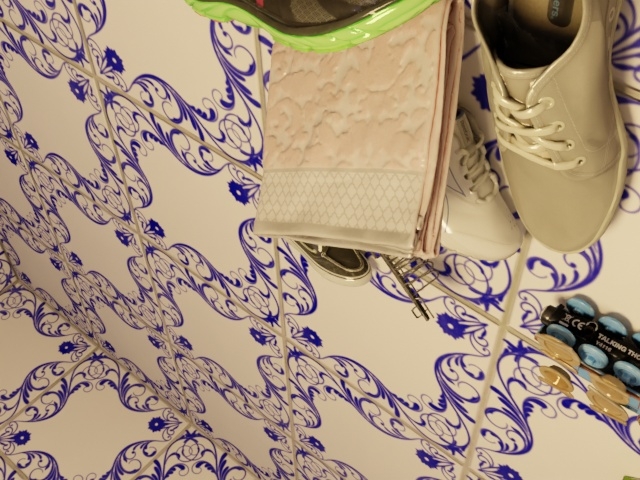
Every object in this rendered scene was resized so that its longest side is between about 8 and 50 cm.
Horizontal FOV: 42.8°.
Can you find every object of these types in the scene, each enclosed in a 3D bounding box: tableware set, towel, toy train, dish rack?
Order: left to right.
[{"bbox_3d":[0.034,-0.146,1.058,0.332,0.053,0.316,7,90,48],"label":"towel"},{"bbox_3d":[0.099,-0.012,1.204,0.271,0.074,0.208,55,-175,-40],"label":"dish rack"},{"bbox_3d":[0.353,0.190,1.103,0.141,0.020,0.168,31,161,31],"label":"tableware set"},{"bbox_3d":[0.381,0.154,1.111,0.184,0.080,0.105,30,152,29],"label":"toy train"}]

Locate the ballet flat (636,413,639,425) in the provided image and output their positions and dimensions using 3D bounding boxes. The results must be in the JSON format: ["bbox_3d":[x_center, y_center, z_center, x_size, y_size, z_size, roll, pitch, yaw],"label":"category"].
[{"bbox_3d":[0.514,0.223,1.034,0.222,0.077,0.079,7,113,43],"label":"ballet flat"}]

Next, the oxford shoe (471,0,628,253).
[{"bbox_3d":[0.241,-0.149,0.884,0.169,0.130,0.449,23,144,34],"label":"oxford shoe"}]

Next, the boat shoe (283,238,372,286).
[{"bbox_3d":[0.000,0.000,1.425,0.219,0.078,0.070,35,149,24],"label":"boat shoe"}]

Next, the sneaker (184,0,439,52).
[{"bbox_3d":[-0.034,-0.350,0.948,0.483,0.185,0.202,19,144,39],"label":"sneaker"}]

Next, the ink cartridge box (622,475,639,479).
[{"bbox_3d":[0.577,0.471,1.212,0.255,0.097,0.188,-6,120,53],"label":"ink cartridge box"}]

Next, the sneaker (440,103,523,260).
[{"bbox_3d":[0.167,-0.097,1.067,0.297,0.111,0.129,49,146,-4],"label":"sneaker"}]
